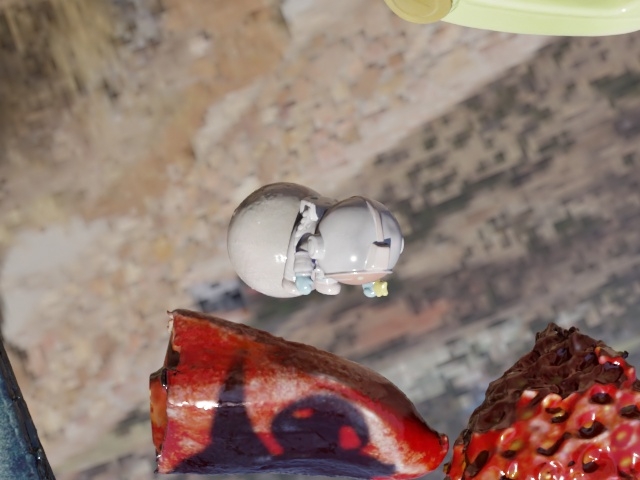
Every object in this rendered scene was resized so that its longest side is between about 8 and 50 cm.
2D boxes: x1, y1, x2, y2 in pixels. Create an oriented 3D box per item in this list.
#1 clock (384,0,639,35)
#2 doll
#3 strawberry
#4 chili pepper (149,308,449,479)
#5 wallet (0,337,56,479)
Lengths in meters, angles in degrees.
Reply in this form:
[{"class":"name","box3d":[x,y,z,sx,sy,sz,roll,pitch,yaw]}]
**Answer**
[{"class":"clock","box3d":[0.099,-0.256,1.267,0.308,0.235,0.096,-1,155,-11]},{"class":"doll","box3d":[0.000,0.000,2.210,0.151,0.151,0.287,-10,-174,-31]},{"class":"strawberry","box3d":[0.192,0.204,1.545,0.178,0.234,0.234,-25,166,-26]},{"class":"chili pepper","box3d":[-0.018,0.134,1.514,0.253,0.144,0.136,8,-168,2]},{"class":"wallet","box3d":[-0.235,0.182,1.105,0.191,0.379,0.046,-23,176,11]}]
